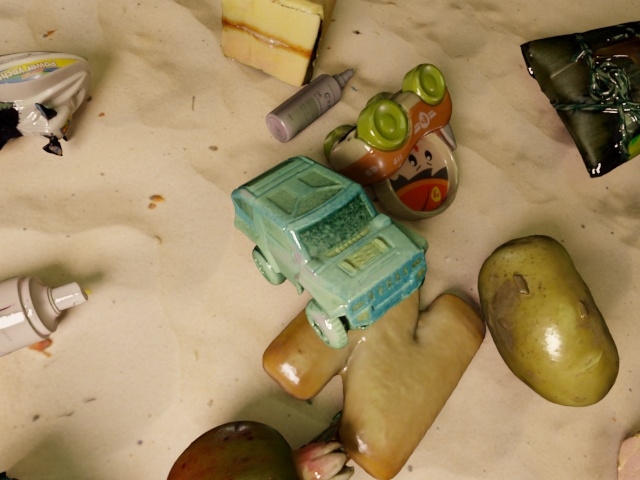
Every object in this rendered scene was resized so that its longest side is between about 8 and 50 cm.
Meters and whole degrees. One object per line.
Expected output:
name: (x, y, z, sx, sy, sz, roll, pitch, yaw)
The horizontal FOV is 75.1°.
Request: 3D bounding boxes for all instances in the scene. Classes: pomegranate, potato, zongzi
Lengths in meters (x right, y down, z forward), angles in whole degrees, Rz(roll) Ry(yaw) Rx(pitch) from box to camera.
pomegranate: (-0.063, 0.282, 0.454, 0.210, 0.180, 0.179, -20, 76, -4)
potato: (0.316, 0.109, 0.599, 0.149, 0.197, 0.228, -19, 87, 3)
zongzi: (0.650, -0.292, 0.825, 0.384, 0.362, 0.319, -18, 74, 23)

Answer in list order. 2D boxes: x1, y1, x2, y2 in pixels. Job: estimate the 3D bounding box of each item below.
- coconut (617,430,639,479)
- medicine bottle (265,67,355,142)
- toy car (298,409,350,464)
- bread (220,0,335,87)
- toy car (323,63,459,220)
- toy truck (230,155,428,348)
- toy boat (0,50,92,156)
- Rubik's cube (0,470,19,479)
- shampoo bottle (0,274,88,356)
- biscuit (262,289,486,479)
coconut: (0.520, 0.351, 0.577, 0.153, 0.147, 0.147, 26, 68, 2)
medicine bottle: (-0.006, -0.246, 0.722, 0.057, 0.057, 0.199, 45, 68, 5)
toy car: (0.019, 0.278, 0.554, 0.122, 0.035, 0.059, -36, 78, -19)
bread: (-0.056, -0.433, 0.720, 0.168, 0.163, 0.264, 16, 68, -5)
toy car: (0.146, -0.142, 0.691, 0.235, 0.145, 0.235, 3, 84, -26)
toy truck: (0.000, 0.000, 0.543, 0.155, 0.156, 0.279, -33, 41, -17)
toy boat: (-0.439, -0.168, 0.565, 0.270, 0.141, 0.140, -20, 76, -20)
Rubik's cube: (-0.338, 0.352, 0.376, 0.183, 0.180, 0.167, 44, 68, 3)
shampoo bottle: (-0.439, 0.113, 0.487, 0.303, 0.092, 0.092, -20, 76, -19)
biscuit: (0.089, 0.143, 0.590, 0.237, 0.062, 0.291, 45, 63, 7)
